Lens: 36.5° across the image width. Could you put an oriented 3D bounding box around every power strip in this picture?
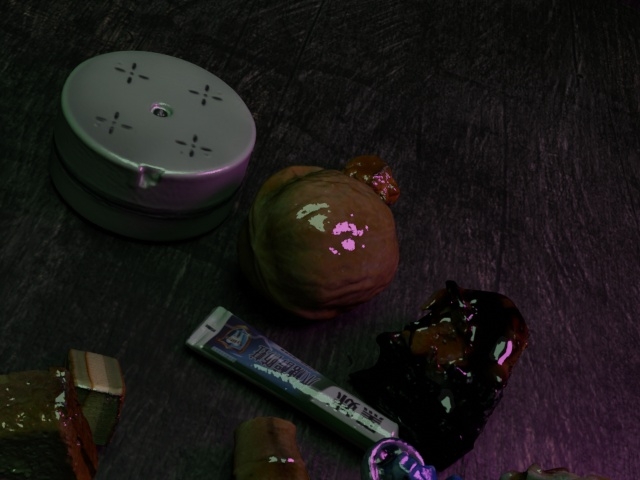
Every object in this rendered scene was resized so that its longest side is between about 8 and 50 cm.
[{"bbox_3d":[-0.287,-0.172,1.676,0.357,0.161,0.357,13,42,-12],"label":"power strip"}]

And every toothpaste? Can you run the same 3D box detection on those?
[{"bbox_3d":[-0.021,0.225,1.467,0.392,0.061,0.099,31,44,10],"label":"toothpaste"}]

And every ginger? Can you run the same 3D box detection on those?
[{"bbox_3d":[-0.067,0.351,1.289,0.109,0.116,0.263,51,22,-34],"label":"ginger"}]

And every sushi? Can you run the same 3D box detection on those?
[{"bbox_3d":[0.216,0.183,1.510,0.227,0.212,0.215,-23,59,-41],"label":"sushi"}]

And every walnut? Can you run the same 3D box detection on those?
[{"bbox_3d":[0.000,0.000,1.585,0.283,0.227,0.283,10,74,-40],"label":"walnut"}]

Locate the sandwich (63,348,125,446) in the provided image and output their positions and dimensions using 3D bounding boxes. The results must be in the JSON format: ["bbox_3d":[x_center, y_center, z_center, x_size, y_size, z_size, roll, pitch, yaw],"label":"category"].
[{"bbox_3d":[-0.308,0.182,1.329,0.079,0.113,0.163,15,37,-17],"label":"sandwich"}]

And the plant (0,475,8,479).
[{"bbox_3d":[-0.375,0.364,1.061,0.276,0.199,0.188,8,48,-8],"label":"plant"}]

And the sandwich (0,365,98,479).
[{"bbox_3d":[-0.411,0.246,1.134,0.288,0.254,0.100,-2,56,-8],"label":"sandwich"}]

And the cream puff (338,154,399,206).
[{"bbox_3d":[0.090,-0.104,1.840,0.122,0.094,0.116,1,38,9],"label":"cream puff"}]

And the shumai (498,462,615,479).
[{"bbox_3d":[0.348,0.458,1.373,0.222,0.203,0.272,15,73,-22],"label":"shumai"}]

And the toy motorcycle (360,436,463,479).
[{"bbox_3d":[0.134,0.435,1.266,0.241,0.182,0.319,44,44,-33],"label":"toy motorcycle"}]
